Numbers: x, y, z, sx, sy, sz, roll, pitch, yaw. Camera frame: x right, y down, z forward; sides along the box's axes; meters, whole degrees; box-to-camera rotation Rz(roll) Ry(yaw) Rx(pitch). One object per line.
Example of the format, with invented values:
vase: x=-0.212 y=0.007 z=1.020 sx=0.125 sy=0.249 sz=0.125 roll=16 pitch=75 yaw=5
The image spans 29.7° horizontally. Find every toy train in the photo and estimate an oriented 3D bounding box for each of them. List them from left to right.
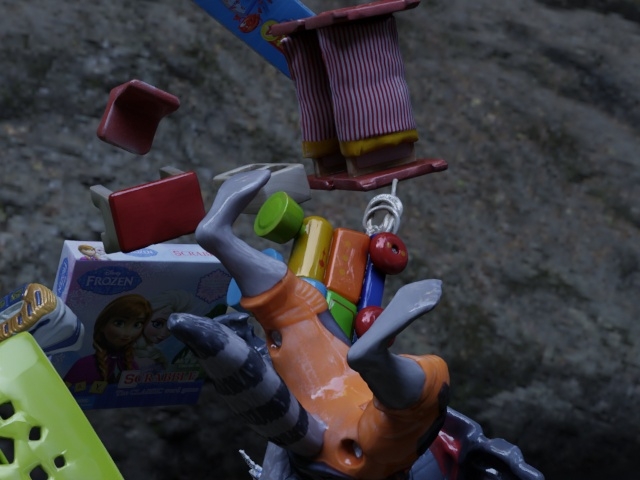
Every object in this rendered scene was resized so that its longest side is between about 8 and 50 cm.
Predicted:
toy train: x=0.000 y=0.000 z=1.132 sx=0.143 sy=0.105 sz=0.248 roll=34 pitch=47 yaw=-25

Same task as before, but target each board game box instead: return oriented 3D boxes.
board game box: x=-0.328 y=0.153 z=2.131 sx=0.319 sy=0.318 sz=0.066 roll=1 pitch=30 yaw=-34
board game box: x=-0.113 y=-0.332 z=1.657 sx=0.302 sy=0.086 sz=0.308 roll=36 pitch=6 yaw=-29

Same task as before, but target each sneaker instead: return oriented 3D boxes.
sneaker: x=-0.490 y=0.178 z=1.808 sx=0.131 sy=0.296 sz=0.111 roll=48 pitch=26 yaw=-43

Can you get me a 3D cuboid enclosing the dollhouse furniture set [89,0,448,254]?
dollhouse furniture set: x=-0.064 y=-0.127 z=1.307 sx=0.374 sy=0.201 sz=0.152 roll=-19 pitch=12 yaw=-29

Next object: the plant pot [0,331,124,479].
plant pot: x=-0.364 y=0.267 z=1.260 sx=0.207 sy=0.227 sz=0.228 roll=-25 pitch=73 yaw=-43

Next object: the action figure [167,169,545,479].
action figure: x=-0.017 y=0.124 z=0.811 sx=0.341 sy=0.330 sz=0.178 roll=20 pitch=45 yaw=39

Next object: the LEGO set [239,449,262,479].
LEGO set: x=-0.026 y=0.308 z=1.422 sx=0.244 sy=0.060 sz=0.182 roll=-19 pitch=27 yaw=19
